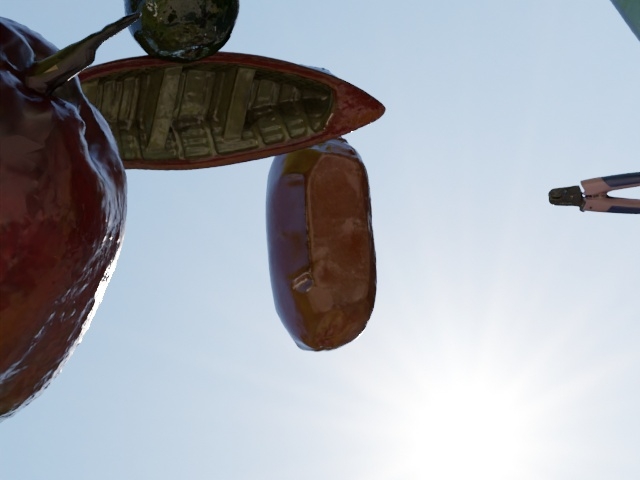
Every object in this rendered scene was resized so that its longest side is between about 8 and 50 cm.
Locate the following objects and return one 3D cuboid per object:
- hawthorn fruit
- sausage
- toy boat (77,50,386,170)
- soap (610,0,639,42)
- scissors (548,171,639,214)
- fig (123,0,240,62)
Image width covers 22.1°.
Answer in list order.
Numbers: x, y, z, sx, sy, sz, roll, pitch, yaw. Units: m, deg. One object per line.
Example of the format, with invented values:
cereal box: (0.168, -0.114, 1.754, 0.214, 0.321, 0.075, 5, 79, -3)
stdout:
hawthorn fruit: (-0.212, -0.032, 0.998, 0.300, 0.254, 0.254, -38, -38, 10)
sausage: (-0.001, 0.001, 1.868, 0.133, 0.133, 0.258, 11, -112, -49)
toy boat: (-0.110, -0.141, 1.669, 0.392, 0.079, 0.136, -6, -54, -35)
soap: (0.378, -0.288, 1.735, 0.091, 0.230, 0.145, 9, -47, -45)
scissors: (0.252, -0.039, 1.408, 0.012, 0.113, 0.039, -58, -37, -67)
fig: (-0.132, -0.259, 1.546, 0.117, 0.117, 0.178, 5, -100, -47)
